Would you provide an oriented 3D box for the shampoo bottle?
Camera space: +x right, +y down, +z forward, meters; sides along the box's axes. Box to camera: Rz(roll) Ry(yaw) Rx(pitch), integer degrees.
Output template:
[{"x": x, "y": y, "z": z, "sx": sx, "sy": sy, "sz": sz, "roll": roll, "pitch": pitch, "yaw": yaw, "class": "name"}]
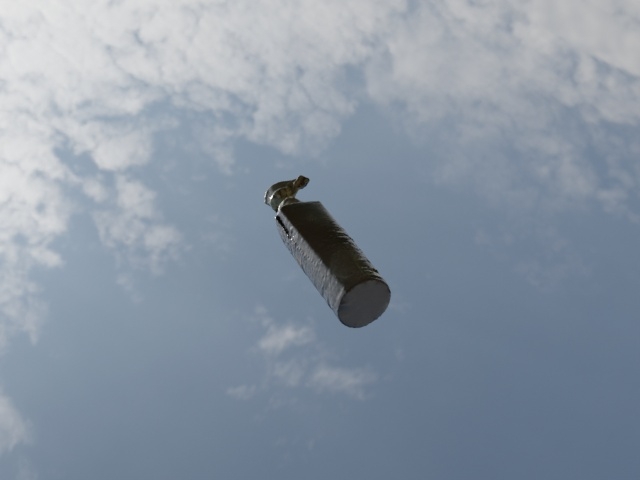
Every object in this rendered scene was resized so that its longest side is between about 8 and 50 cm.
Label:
[{"x": 0.000, "y": 0.001, "z": 0.807, "sx": 0.063, "sy": 0.057, "sz": 0.208, "roll": -20, "pitch": -138, "yaw": -17, "class": "shampoo bottle"}]
